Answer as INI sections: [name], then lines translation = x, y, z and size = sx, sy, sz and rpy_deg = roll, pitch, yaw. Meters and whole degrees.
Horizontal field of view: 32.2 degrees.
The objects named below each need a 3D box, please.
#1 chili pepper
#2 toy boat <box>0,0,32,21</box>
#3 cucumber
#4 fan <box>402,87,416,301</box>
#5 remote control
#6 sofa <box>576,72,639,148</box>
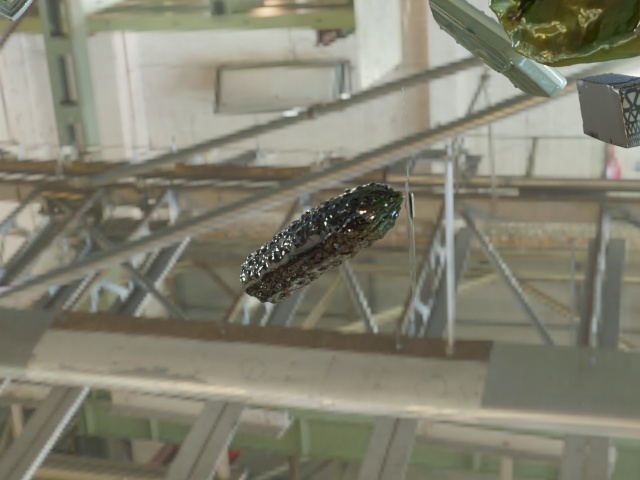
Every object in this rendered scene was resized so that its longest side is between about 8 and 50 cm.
[chili pepper]
translation = 0.179, -0.136, 0.564
size = 0.073, 0.072, 0.204
rpy_deg = 13, 165, -36
[toy boat]
translation = -0.473, -0.475, 1.623
size = 0.141, 0.319, 0.092
rpy_deg = -10, 175, -5
[cucumber]
translation = -0.002, 0.000, 1.185
size = 0.072, 0.072, 0.300
rpy_deg = -17, 170, -33
[fan]
translation = 0.122, -0.069, 1.567
size = 0.010, 0.310, 0.182
rpy_deg = -3, 170, 1
[remote control]
translation = 0.275, -0.321, 1.795
size = 0.128, 0.065, 0.335
rpy_deg = 36, -169, -31
[sofa]
translation = 0.280, -0.124, 1.042
size = 0.039, 0.060, 0.118
rpy_deg = -10, -167, -4
